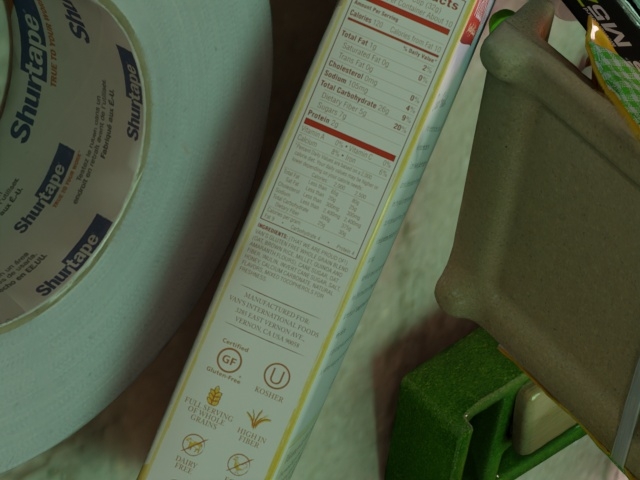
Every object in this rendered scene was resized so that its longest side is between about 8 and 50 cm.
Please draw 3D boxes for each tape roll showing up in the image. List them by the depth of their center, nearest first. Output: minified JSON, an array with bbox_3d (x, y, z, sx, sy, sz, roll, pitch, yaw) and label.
[{"bbox_3d":[-0.117,-0.035,0.588,0.219,0.072,0.219,-26,129,-37],"label":"tape roll"}]

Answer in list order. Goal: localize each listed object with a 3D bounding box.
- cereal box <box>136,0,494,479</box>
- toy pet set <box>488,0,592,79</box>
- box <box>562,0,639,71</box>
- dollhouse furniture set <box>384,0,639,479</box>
[{"bbox_3d":[0.000,0.000,0.694,0.173,0.047,0.240,-32,145,-84],"label":"cereal box"},{"bbox_3d":[0.124,-0.113,0.841,0.114,0.065,0.122,-23,135,8],"label":"toy pet set"},{"bbox_3d":[0.147,-0.174,0.763,0.184,0.045,0.190,47,73,-24],"label":"box"},{"bbox_3d":[0.156,0.045,0.778,0.151,0.197,0.301,-28,146,-27],"label":"dollhouse furniture set"}]
